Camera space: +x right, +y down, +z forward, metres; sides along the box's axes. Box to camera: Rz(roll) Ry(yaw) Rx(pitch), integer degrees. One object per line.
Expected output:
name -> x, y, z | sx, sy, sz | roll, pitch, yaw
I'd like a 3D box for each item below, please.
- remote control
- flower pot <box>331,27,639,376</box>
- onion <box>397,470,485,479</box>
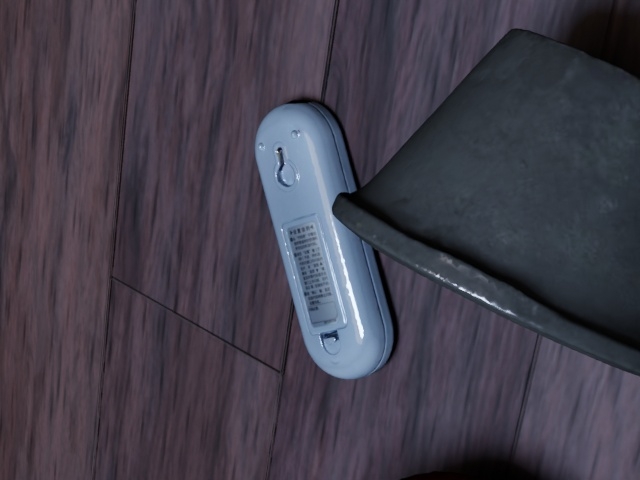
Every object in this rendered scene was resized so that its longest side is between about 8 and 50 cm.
remote control -> 0.000, 0.000, 1.080 | 0.087, 0.047, 0.244 | -17, 88, 47
flower pot -> 0.157, -0.032, 0.821 | 0.269, 0.269, 0.166 | 27, 97, 35
onion -> 0.082, 0.310, 0.949 | 0.276, 0.276, 0.276 | 13, 109, 40
